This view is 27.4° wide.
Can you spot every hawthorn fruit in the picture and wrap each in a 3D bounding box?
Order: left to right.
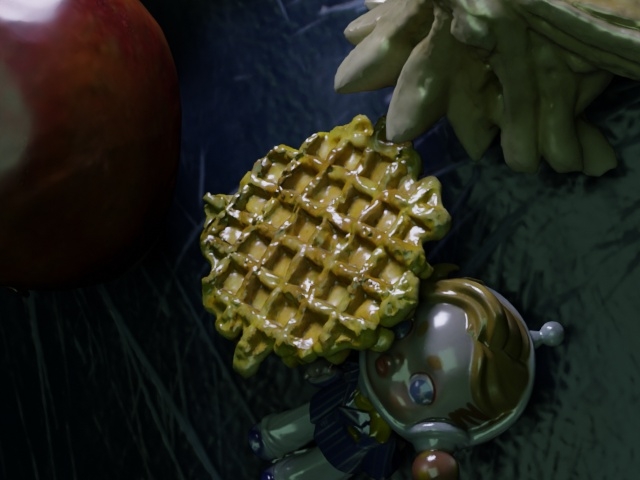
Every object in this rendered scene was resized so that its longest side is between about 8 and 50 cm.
[{"bbox_3d":[-0.268,-0.105,1.150,0.308,0.308,0.325,8,73,20],"label":"hawthorn fruit"}]

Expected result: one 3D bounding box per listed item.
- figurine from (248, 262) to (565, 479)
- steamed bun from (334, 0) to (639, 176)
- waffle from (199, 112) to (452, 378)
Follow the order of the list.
[{"bbox_3d":[0.066,0.141,1.103,0.274,0.133,0.194,-54,49,15],"label":"figurine"},{"bbox_3d":[0.157,-0.192,1.071,0.428,0.189,0.247,29,57,13],"label":"steamed bun"},{"bbox_3d":[0.000,0.000,1.112,0.243,0.059,0.238,-22,48,26],"label":"waffle"}]
